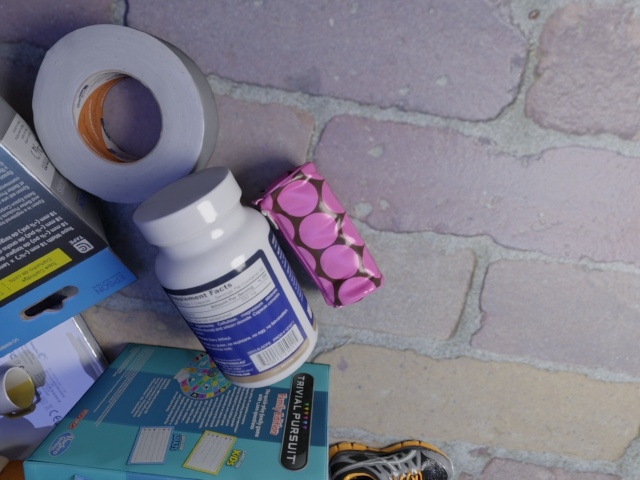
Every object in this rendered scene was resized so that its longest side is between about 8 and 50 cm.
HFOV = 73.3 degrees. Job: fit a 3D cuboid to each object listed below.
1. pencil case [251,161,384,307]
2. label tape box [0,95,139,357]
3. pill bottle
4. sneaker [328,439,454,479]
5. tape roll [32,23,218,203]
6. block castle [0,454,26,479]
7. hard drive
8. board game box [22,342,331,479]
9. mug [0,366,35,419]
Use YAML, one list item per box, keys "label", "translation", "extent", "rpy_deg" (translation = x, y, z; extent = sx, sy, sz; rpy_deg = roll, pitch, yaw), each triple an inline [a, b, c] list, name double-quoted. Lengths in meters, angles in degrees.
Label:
- label: "pencil case"
  translation: [0.000, 0.000, 0.600]
  extent: [0.098, 0.095, 0.209]
  rpy_deg: [-40, 102, -24]
- label: "label tape box"
  translation: [-0.444, -0.023, 0.559]
  extent: [0.241, 0.106, 0.333]
  rpy_deg: [-30, 131, -2]
- label: "pill bottle"
  translation: [-0.115, 0.050, 0.559]
  extent: [0.153, 0.153, 0.264]
  rpy_deg: [-19, 118, 7]
- label: "sneaker"
  translation: [0.116, 0.394, 0.716]
  extent: [0.215, 0.083, 0.084]
  rpy_deg: [-3, 105, 1]
- label: "tape roll"
  translation: [-0.252, -0.162, 0.570]
  extent: [0.219, 0.072, 0.219]
  rpy_deg: [0, 106, 1]
- label: "block castle"
  translation: [-0.291, 0.474, 0.599]
  extent: [0.453, 0.213, 0.303]
  rpy_deg: [-1, 121, -1]
- label: "hard drive"
  translation: [-0.494, 0.253, 0.659]
  extent: [0.319, 0.040, 0.210]
  rpy_deg: [-26, 105, -13]
- label: "board game box"
  translation: [-0.157, 0.258, 0.595]
  extent: [0.336, 0.254, 0.079]
  rpy_deg: [7, 107, 0]
- label: "mug"
  translation: [-0.457, 0.230, 0.616]
  extent: [0.064, 0.062, 0.078]
  rpy_deg: [-23, 98, -6]
